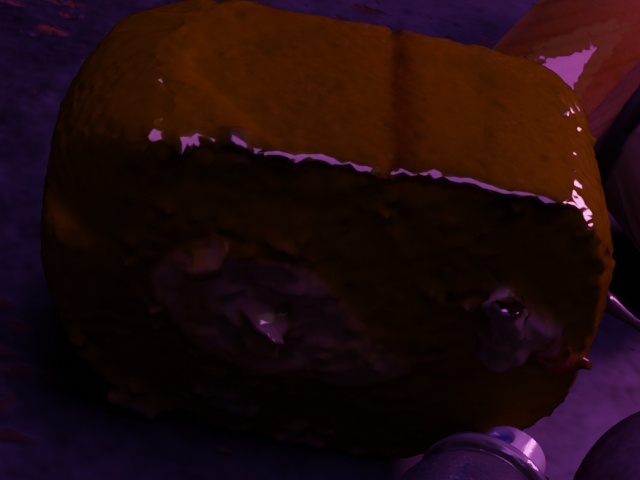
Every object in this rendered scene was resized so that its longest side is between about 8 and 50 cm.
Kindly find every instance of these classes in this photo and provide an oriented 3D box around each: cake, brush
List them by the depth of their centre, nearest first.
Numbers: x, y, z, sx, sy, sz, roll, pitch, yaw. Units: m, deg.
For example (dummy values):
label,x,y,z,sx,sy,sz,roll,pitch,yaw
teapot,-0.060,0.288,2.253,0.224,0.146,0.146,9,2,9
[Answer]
label,x,y,z,sx,sy,sz,roll,pitch,yaw
cake,0.000,0.000,0.730,0.260,0.179,0.156,10,36,-7
brush,0.184,-0.059,0.885,0.166,0.174,0.266,38,32,17

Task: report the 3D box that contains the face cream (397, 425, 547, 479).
label,x,y,z,sx,sy,sz,roll,pitch,yaw
face cream,0.024,0.162,0.615,0.073,0.073,0.283,30,38,14

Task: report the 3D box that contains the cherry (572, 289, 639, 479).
label,x,y,z,sx,sy,sz,roll,pitch,yaw
cherry,0.143,0.120,0.695,0.188,0.148,0.115,43,-3,18
